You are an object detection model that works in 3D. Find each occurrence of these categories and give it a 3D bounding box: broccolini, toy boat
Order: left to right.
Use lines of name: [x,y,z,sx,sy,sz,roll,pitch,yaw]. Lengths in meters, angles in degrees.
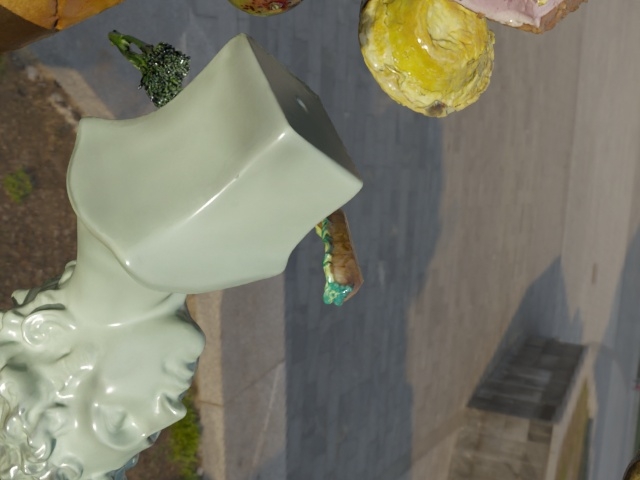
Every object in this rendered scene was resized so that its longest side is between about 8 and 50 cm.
broccolini: [-0.219,-0.232,1.011,0.058,0.201,0.074,26,104,-38]
toy boat: [0.010,-0.006,1.413,0.293,0.099,0.108,-113,-177,-49]

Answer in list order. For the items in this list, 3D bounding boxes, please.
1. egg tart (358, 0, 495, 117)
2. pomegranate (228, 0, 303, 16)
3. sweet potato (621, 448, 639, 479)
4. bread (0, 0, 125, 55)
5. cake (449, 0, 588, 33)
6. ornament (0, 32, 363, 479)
egg tart: [0.204,-0.364,1.417,0.295,0.116,0.294,3,82,-26]
pomegranate: [-0.066,-0.332,0.948,0.130,0.130,0.130,7,90,-65]
sweet potato: [0.415,0.212,0.877,0.075,0.075,0.273,-27,149,-61]
bread: [-0.281,-0.327,0.863,0.344,0.148,0.195,-30,150,-10]
cake: [0.294,-0.327,0.879,0.295,0.112,0.116,-28,146,-12]
ornament: [-0.101,0.018,0.438,0.120,0.130,0.285,17,114,-42]
